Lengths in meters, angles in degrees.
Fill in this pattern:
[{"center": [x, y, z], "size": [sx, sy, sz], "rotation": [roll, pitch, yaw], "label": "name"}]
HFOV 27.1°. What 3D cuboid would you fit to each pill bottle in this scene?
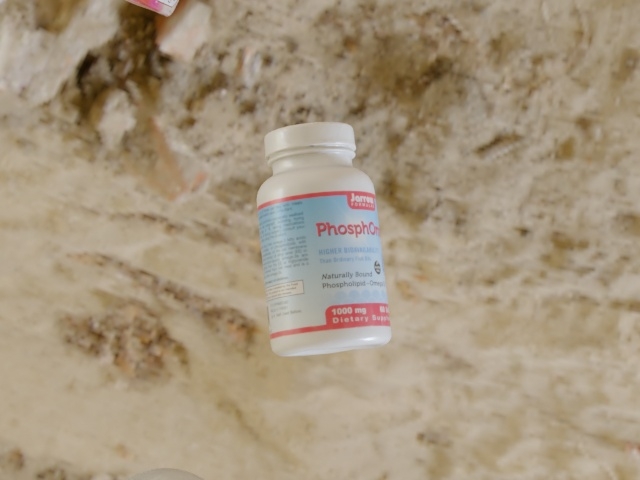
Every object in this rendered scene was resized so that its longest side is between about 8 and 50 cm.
[{"center": [0.000, 0.000, 0.954], "size": [0.087, 0.160, 0.087], "rotation": [-6, 173, -1], "label": "pill bottle"}]

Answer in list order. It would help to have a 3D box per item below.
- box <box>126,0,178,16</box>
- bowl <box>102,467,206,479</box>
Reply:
[{"center": [-0.082, -0.241, 0.557], "size": [0.122, 0.257, 0.128], "rotation": [28, -173, 15], "label": "box"}, {"center": [-0.137, 0.380, 1.574], "size": [0.298, 0.134, 0.298], "rotation": [36, 142, 35], "label": "bowl"}]
